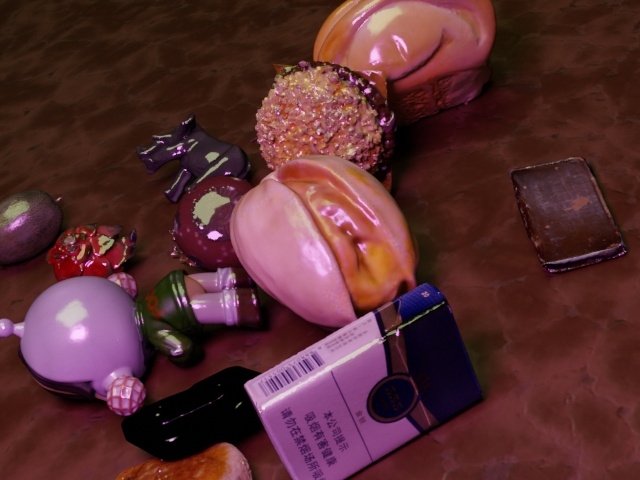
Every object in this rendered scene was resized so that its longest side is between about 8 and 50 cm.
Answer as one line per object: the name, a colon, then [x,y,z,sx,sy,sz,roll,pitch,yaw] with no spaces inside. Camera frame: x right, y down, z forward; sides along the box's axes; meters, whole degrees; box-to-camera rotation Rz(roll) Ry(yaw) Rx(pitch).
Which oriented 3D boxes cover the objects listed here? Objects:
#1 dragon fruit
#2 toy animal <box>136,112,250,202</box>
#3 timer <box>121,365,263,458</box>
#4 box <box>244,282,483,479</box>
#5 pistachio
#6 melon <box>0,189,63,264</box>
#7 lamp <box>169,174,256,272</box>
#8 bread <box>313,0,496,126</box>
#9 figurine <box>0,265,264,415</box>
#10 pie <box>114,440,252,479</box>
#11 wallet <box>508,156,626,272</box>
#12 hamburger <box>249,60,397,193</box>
dragon fruit: [-0.376,0.024,1.877,0.142,0.121,0.130,-11,61,-29]
toy animal: [-0.224,-0.134,2.026,0.245,0.114,0.146,33,66,26]
timer: [-0.154,0.216,1.488,0.187,0.055,0.144,-24,16,-29]
box: [0.056,0.181,1.374,0.259,0.168,0.071,-29,33,-7]
pistachio: [0.000,0.000,1.610,0.230,0.229,0.309,-35,53,-18]
melon: [-0.526,-0.027,2.027,0.167,0.114,0.114,-39,37,-12]
lamp: [-0.152,-0.022,1.806,0.157,0.135,0.156,11,72,3]
bread: [0.128,-0.325,1.895,0.316,0.270,0.211,-24,74,3]
figurine: [-0.268,0.122,1.645,0.370,0.167,0.281,-13,39,-2]
pie: [-0.178,0.309,1.414,0.194,0.079,0.163,-15,26,15]
wallet: [0.347,-0.039,1.632,0.122,0.031,0.232,-13,37,6]
hamburger: [0.001,-0.159,1.789,0.243,0.261,0.139,5,30,30]
